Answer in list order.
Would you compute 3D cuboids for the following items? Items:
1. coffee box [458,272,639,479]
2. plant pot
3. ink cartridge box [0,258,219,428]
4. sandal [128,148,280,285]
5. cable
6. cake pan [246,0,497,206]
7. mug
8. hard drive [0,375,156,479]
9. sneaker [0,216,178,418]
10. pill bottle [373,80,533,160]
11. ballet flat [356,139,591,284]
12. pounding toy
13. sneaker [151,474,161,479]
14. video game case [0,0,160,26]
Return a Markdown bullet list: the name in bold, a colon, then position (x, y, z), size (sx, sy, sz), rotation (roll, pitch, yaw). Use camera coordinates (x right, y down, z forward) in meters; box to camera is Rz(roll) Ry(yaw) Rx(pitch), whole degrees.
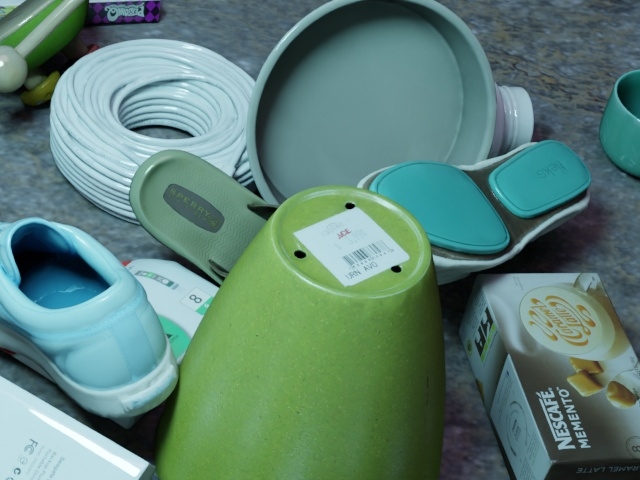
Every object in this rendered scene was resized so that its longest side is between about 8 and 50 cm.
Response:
- **coffee box**: position (0.242, 0.151, 1.437), size (0.141, 0.098, 0.246), rotation (0, 44, -14)
- **plant pot**: position (0.003, 0.103, 1.283), size (0.274, 0.293, 0.275), rotation (8, 42, -7)
- **ink cartridge box**: position (-0.222, 0.069, 1.442), size (0.224, 0.056, 0.181), rotation (31, 45, 16)
- **sandal**: position (-0.054, 0.011, 1.453), size (0.303, 0.086, 0.120), rotation (27, 80, -16)
- **cable**: position (-0.176, -0.126, 1.636), size (0.257, 0.089, 0.257), rotation (27, 43, 16)
- **cake pan**: position (0.051, -0.133, 1.581), size (0.293, 0.293, 0.054), rotation (-5, 20, -19)
- **mug**: position (0.425, -0.138, 1.795), size (0.157, 0.097, 0.129), rotation (-9, 46, -23)
- **hard drive**: position (-0.320, 0.204, 1.211), size (0.307, 0.040, 0.203), rotation (27, 77, 15)
- **sneaker**: position (-0.267, 0.024, 1.349), size (0.366, 0.150, 0.135), rotation (23, 47, 39)
- **pill bottle**: position (0.138, -0.141, 1.709), size (0.215, 0.117, 0.117), rotation (-2, 45, -16)
- **ballet flat**: position (0.151, -0.015, 1.528), size (0.139, 0.139, 0.400), rotation (39, 32, 25)
- **pounding toy**: position (-0.315, -0.217, 1.671), size (0.183, 0.110, 0.237), rotation (-39, 20, -8)
- **sneaker**: position (-0.246, 0.227, 1.267), size (0.234, 0.084, 0.097), rotation (15, 66, 4)
- **video game case**: position (-0.338, -0.360, 1.878), size (0.210, 0.042, 0.232), rotation (-5, 45, -21)
